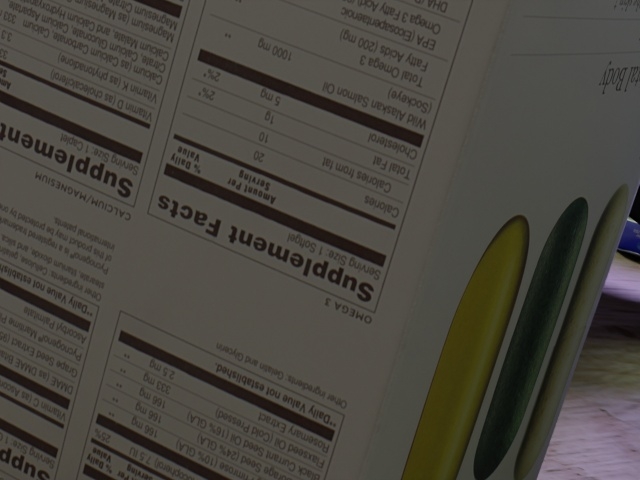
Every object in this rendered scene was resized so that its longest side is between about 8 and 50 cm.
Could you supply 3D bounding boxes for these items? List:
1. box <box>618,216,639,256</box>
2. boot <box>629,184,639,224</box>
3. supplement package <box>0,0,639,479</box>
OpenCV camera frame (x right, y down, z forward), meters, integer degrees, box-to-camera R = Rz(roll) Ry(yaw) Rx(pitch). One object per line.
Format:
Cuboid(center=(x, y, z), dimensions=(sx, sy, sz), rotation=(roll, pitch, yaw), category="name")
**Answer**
Cuboid(center=(0.269, -0.004, 1.310), dimensions=(0.081, 0.028, 0.136), rotation=(19, 13, 8), category="box")
Cuboid(center=(0.263, -0.046, 1.021), dimensions=(0.284, 0.138, 0.377), rotation=(31, -6, -4), category="boot")
Cuboid(center=(-0.011, -0.018, 0.603), dimensions=(0.198, 0.262, 0.199), rotation=(24, 17, 23), category="supplement package")
